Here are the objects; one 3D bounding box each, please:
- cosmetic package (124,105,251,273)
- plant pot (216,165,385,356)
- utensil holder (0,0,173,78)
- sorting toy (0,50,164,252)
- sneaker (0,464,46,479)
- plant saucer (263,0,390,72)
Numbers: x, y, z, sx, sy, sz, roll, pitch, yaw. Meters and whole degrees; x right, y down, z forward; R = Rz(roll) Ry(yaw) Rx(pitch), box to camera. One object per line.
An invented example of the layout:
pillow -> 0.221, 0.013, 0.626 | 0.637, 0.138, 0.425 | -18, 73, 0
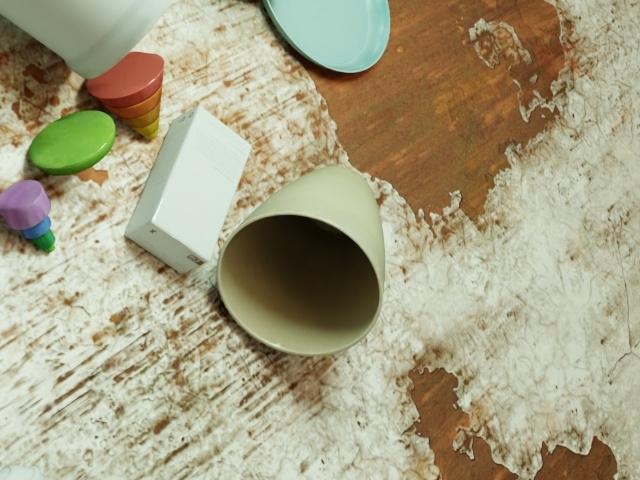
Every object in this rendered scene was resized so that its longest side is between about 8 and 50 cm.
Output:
cosmetic package -> -0.199, -0.078, 1.854 | 0.117, 0.085, 0.231 | 38, 54, -26
plant pot -> 0.000, 0.000, 1.918 | 0.256, 0.256, 0.274 | 51, 31, -16
utensil holder -> -0.384, -0.465, 1.663 | 0.385, 0.328, 0.327 | 36, 52, -27
sorting toy -> -0.326, -0.120, 1.762 | 0.365, 0.127, 0.126 | -59, 145, -36
sneaker -> -0.493, 0.295, 1.389 | 0.366, 0.137, 0.210 | -26, 95, -42
plant saucer -> 0.000, -0.448, 2.214 | 0.318, 0.044, 0.317 | 18, 62, -37
